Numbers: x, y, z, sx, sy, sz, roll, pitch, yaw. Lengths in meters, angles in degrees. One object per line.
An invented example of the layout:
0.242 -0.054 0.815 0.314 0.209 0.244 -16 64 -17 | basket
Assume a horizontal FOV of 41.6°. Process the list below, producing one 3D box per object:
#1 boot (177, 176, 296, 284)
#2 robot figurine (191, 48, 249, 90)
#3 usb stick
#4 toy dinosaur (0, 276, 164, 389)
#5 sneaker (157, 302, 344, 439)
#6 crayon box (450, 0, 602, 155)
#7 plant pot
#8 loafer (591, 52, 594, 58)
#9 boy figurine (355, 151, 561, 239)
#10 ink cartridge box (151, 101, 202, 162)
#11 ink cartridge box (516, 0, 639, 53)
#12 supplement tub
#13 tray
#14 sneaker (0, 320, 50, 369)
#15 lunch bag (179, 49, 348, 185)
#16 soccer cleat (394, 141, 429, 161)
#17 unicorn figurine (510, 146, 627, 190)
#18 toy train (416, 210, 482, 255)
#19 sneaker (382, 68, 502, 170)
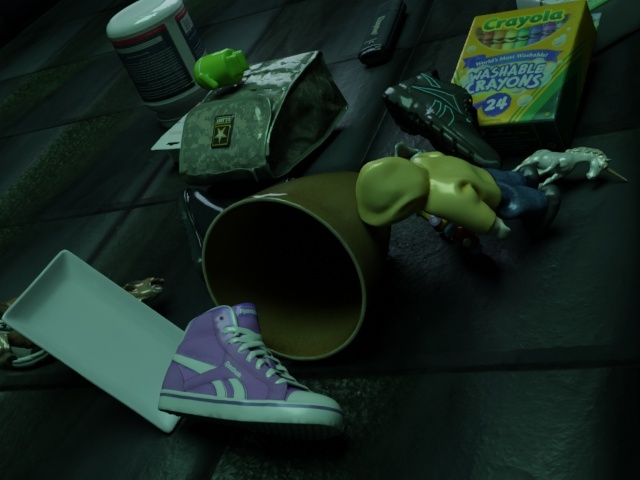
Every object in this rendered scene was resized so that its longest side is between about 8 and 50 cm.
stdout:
-0.125 -0.045 1.427 0.207 0.094 0.246 -27 38 2 | boot
-0.195 -0.328 1.616 0.115 0.067 0.101 -11 27 30 | robot figurine
0.145 -0.486 1.949 0.077 0.045 0.278 -9 35 23 | usb stick
-0.392 0.112 1.279 0.296 0.127 0.200 13 19 -22 | toy dinosaur
-0.083 0.153 1.045 0.282 0.102 0.161 3 68 36 | sneaker
0.337 -0.289 1.415 0.203 0.083 0.322 0 53 34 | crayon box
0.000 0.000 1.182 0.237 0.237 0.254 -5 24 29 | plant pot
0.431 -0.320 1.517 0.125 0.045 0.039 6 59 49 | loafer
0.180 -0.056 1.103 0.285 0.092 0.177 -1 35 -28 | boy figurine
-0.262 -0.228 1.824 0.115 0.067 0.198 1 38 36 | ink cartridge box
0.503 -0.448 1.601 0.160 0.092 0.219 -31 33 -11 | ink cartridge box
-0.362 -0.424 1.986 0.191 0.272 0.191 -18 32 11 | supplement tub
-0.286 0.141 1.159 0.030 0.270 0.145 -48 8 46 | tray
-0.529 0.151 1.405 0.272 0.108 0.100 -12 32 18 | sneaker
-0.125 -0.220 1.627 0.235 0.169 0.287 -1 43 39 | lunch bag
0.173 -0.099 1.324 0.068 0.076 0.196 -33 33 -13 | soccer cleat
0.344 -0.105 1.231 0.111 0.060 0.162 -33 33 -13 | unicorn figurine
0.161 -0.048 1.200 0.046 0.166 0.125 -53 9 2 | toy train
0.200 -0.187 1.291 0.106 0.101 0.267 -35 48 -7 | sneaker
